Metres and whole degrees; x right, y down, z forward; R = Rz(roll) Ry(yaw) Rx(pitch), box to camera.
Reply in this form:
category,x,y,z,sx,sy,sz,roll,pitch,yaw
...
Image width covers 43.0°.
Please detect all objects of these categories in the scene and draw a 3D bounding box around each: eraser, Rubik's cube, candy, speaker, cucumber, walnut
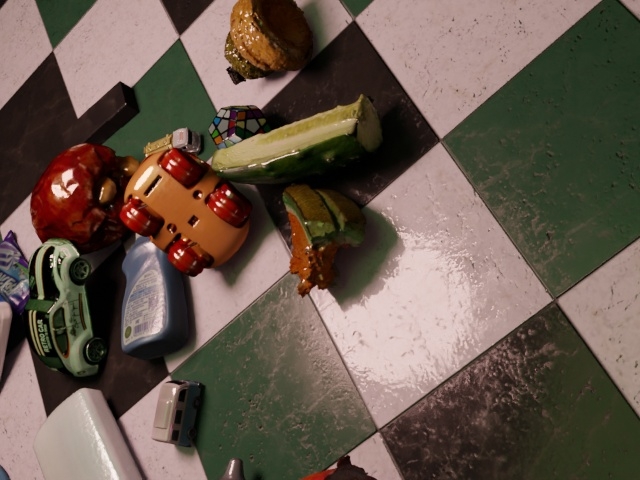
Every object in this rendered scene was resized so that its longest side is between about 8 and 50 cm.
category,x,y,z,sx,sy,sz,roll,pitch,yaw
eraser,-0.455,0.459,1.600,0.189,0.104,0.290,-50,52,17
Rubik's cube,-0.156,-0.208,1.603,0.112,0.133,0.133,34,96,11
candy,-0.762,0.085,1.980,0.145,0.070,0.275,-49,50,2
speaker,-0.529,-0.280,1.946,0.218,0.044,0.082,-36,57,22
cucumber,-0.049,-0.154,1.482,0.325,0.105,0.145,-14,38,23
walnut,-0.516,-0.098,1.784,0.269,0.222,0.244,-16,33,40

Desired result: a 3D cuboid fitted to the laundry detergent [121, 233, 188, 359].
category,x,y,z,sx,sy,sz,roll,pitch,yaw
laundry detergent,-0.340,0.088,1.657,0.143,0.094,0.290,-24,58,32

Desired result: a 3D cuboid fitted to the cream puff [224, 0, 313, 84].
category,x,y,z,sx,sy,sz,roll,pitch,yaw
cream puff,-0.124,-0.389,1.620,0.169,0.183,0.183,-31,58,39

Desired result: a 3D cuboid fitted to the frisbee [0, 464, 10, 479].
category,x,y,z,sx,sy,sz,roll,pitch,yaw
frisbee,-0.789,0.633,1.819,0.289,0.049,0.289,-13,67,33

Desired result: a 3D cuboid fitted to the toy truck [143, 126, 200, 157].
category,x,y,z,sx,sy,sz,roll,pitch,yaw
toy truck,-0.319,-0.201,1.752,0.123,0.063,0.052,-18,64,31

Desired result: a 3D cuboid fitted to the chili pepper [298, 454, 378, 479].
category,x,y,z,sx,sy,sz,roll,pitch,yaw
chili pepper,-0.035,0.482,1.183,0.305,0.251,0.229,-29,54,19

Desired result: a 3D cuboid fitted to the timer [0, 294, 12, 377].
category,x,y,z,sx,sy,sz,roll,pitch,yaw
timer,-0.807,0.230,1.910,0.178,0.078,0.253,32,114,38

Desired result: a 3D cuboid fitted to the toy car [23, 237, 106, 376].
category,x,y,z,sx,sy,sz,roll,pitch,yaw
toy car,-0.554,0.153,1.711,0.136,0.125,0.306,2,106,37

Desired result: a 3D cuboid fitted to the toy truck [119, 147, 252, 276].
category,x,y,z,sx,sy,sz,roll,pitch,yaw
toy truck,-0.259,-0.072,1.608,0.265,0.239,0.189,40,97,-4

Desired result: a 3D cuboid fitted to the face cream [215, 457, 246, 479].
category,x,y,z,sx,sy,sz,roll,pitch,yaw
face cream,-0.164,0.528,1.371,0.092,0.092,0.311,-1,74,36

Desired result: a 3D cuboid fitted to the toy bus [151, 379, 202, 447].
category,x,y,z,sx,sy,sz,roll,pitch,yaw
toy bus,-0.273,0.322,1.531,0.060,0.075,0.123,-1,74,36

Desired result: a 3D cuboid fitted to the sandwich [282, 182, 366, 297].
category,x,y,z,sx,sy,sz,roll,pitch,yaw
sandwich,-0.003,-0.005,1.433,0.185,0.109,0.160,-125,38,-56
